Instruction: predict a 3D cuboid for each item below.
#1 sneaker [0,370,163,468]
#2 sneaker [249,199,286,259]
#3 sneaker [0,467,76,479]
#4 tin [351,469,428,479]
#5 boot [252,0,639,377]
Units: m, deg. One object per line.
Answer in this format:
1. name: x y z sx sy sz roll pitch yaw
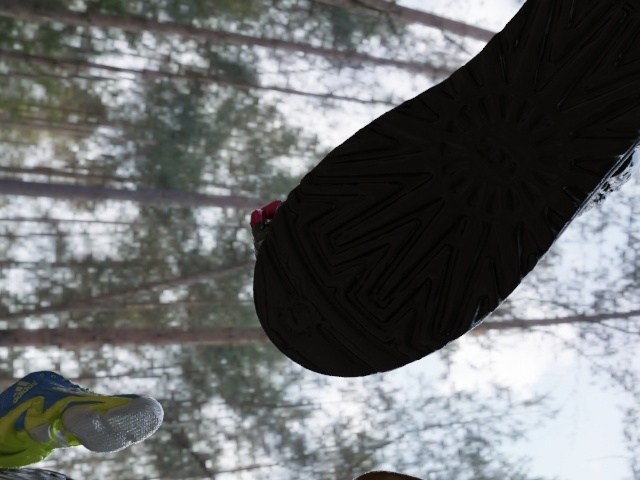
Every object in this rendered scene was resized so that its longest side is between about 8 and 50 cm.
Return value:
1. sneaker: -0.316 0.204 1.524 0.240 0.091 0.126 -11 -136 4
2. sneaker: 0.000 0.000 1.304 0.299 0.120 0.112 -15 -83 60
3. sneaker: -0.180 0.289 1.092 0.185 0.482 0.202 -68 -158 5
4. tin: 0.091 0.186 0.652 0.189 0.040 0.106 30 -35 1
5. boot: 0.118 -0.045 0.804 0.348 0.260 0.131 -40 -96 3
